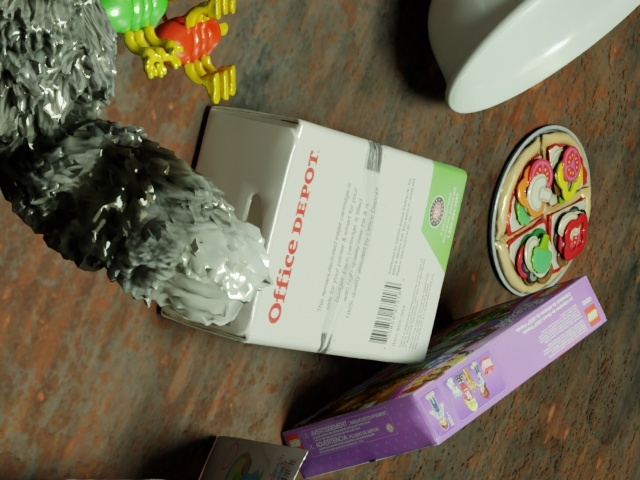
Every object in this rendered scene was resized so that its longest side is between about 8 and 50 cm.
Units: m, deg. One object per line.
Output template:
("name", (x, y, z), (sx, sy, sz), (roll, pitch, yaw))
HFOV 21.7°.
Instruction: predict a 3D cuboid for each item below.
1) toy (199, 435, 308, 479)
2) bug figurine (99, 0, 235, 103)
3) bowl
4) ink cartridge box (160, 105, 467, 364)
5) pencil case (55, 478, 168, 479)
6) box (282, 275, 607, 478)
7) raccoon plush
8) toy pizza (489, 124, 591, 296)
("toy", (-0.065, 0.247, 1.461), (0.056, 0.237, 0.137), (29, 77, -14))
("bug figurine", (-0.114, -0.238, 1.231), (0.216, 0.072, 0.279), (-35, 129, -68))
("bowl", (0.212, -0.268, 1.661), (0.298, 0.134, 0.298), (-33, 166, -9))
("ink cartridge box", (0.000, 0.000, 1.549), (0.273, 0.114, 0.198), (13, 91, -52))
("pencil case", (-0.163, 0.227, 1.311), (0.206, 0.088, 0.086), (4, 70, -39))
("box", (0.127, 0.136, 1.678), (0.293, 0.201, 0.057), (-29, 94, -43))
("raccoon plush", (-0.161, -0.192, 1.062), (0.299, 0.446, 0.216), (-59, -177, 26))
("toy pizza", (0.262, -0.032, 1.921), (0.201, 0.032, 0.201), (-19, 116, -46))
